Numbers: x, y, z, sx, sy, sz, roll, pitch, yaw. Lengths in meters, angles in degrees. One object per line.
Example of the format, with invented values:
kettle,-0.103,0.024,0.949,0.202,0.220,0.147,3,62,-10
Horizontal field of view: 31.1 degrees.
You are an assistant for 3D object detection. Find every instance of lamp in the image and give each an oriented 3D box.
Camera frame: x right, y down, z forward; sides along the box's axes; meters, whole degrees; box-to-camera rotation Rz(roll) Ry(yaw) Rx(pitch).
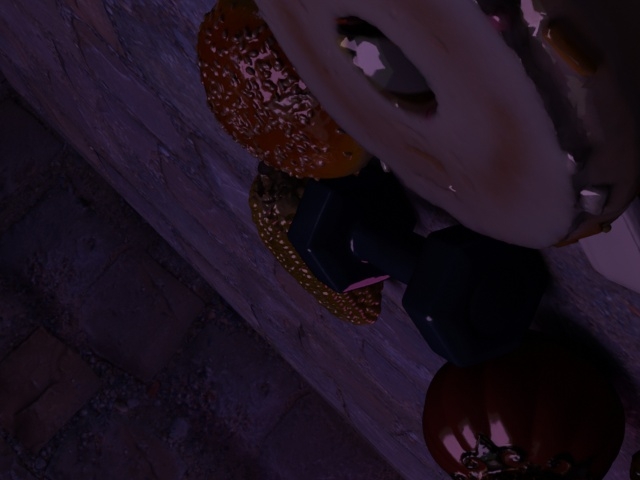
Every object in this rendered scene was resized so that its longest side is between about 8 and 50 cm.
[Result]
lamp,0.226,0.210,1.294,0.227,0.227,0.227,44,167,13

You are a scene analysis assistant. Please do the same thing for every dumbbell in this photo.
dumbbell,0.100,0.019,1.293,0.325,0.144,0.160,28,159,53

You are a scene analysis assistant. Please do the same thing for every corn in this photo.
corn,0.000,0.000,1.599,0.130,0.130,0.347,36,167,41

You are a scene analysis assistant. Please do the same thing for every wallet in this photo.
wallet,0.235,-0.026,0.965,0.095,0.033,0.190,28,157,52

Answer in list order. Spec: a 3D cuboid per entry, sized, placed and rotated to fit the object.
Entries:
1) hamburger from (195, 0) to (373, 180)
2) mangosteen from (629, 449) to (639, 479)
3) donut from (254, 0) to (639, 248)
hamburger,-0.026,-0.157,1.161,0.237,0.147,0.237,41,165,14
mangosteen,0.363,0.463,1.257,0.382,0.435,0.382,29,169,6
donut,0.087,-0.162,0.786,0.382,0.142,0.382,45,167,13
